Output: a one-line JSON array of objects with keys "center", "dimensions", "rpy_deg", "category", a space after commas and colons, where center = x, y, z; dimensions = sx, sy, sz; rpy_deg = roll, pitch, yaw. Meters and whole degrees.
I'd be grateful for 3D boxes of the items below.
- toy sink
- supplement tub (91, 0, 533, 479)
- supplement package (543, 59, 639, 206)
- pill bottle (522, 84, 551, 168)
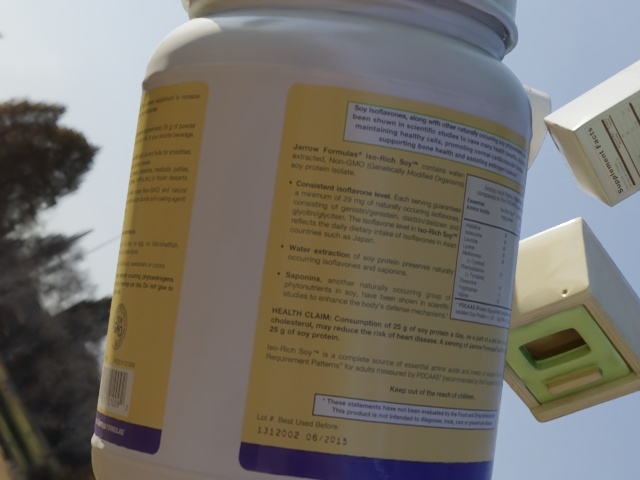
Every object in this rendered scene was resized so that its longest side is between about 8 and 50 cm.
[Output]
[{"center": [0.292, 0.114, 1.365], "dimensions": [0.234, 0.153, 0.131], "rpy_deg": [49, 31, -33], "category": "toy sink"}, {"center": [0.000, 0.000, 0.713], "dimensions": [0.241, 0.241, 0.331], "rpy_deg": [172, -74, -74], "category": "supplement tub"}, {"center": [0.366, -0.135, 1.334], "dimensions": [0.105, 0.179, 0.105], "rpy_deg": [59, 0, -17], "category": "supplement package"}, {"center": [0.193, -0.180, 1.631], "dimensions": [0.229, 0.131, 0.131], "rpy_deg": [19, -15, -5], "category": "pill bottle"}]
